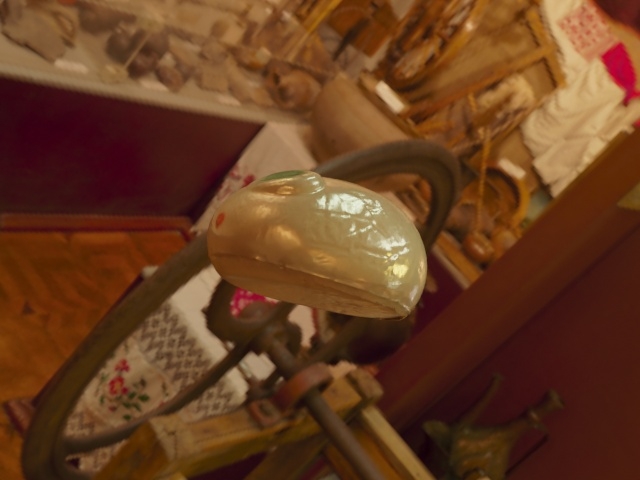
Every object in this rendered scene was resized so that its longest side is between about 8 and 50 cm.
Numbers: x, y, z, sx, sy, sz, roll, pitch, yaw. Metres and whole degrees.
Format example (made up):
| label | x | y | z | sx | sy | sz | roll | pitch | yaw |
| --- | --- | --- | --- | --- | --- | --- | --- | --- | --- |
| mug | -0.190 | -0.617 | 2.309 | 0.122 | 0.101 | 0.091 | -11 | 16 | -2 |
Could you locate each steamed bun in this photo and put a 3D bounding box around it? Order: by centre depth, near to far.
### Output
| label | x | y | z | sx | sy | sz | roll | pitch | yaw |
| --- | --- | --- | --- | --- | --- | --- | --- | --- | --- |
| steamed bun | 0.000 | 0.000 | 0.951 | 0.228 | 0.131 | 0.177 | 14 | -11 | 2 |
